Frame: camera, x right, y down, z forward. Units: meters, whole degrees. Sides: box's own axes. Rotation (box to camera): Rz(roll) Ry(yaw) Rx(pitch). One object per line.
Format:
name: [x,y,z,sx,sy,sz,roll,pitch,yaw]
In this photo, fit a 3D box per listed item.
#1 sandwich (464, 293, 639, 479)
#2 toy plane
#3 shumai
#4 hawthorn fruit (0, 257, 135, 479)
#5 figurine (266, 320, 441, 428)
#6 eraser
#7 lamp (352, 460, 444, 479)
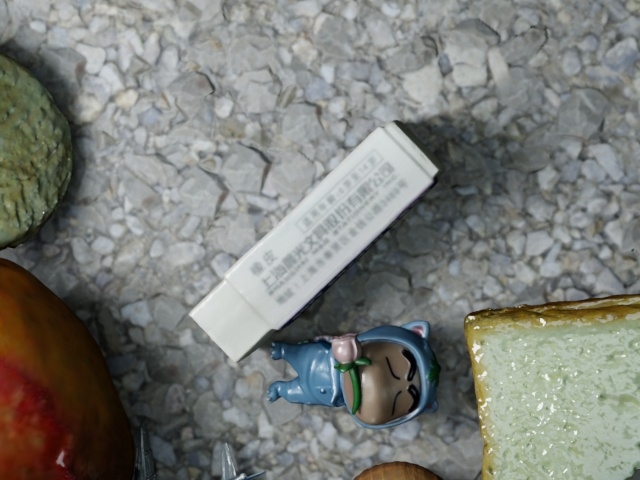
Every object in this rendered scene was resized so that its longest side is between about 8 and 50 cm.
sandwich: [0.273,0.198,1.559,0.254,0.099,0.289,-1,93,7]
toy plane: [-0.157,0.302,1.635,0.226,0.058,0.226,-35,74,7]
shumai: [-0.404,-0.090,1.614,0.272,0.203,0.222,30,67,-21]
hawthorn fruit: [-0.335,0.174,1.533,0.308,0.308,0.325,4,91,6]
figurine: [0.029,0.138,1.567,0.178,0.144,0.114,0,90,18]
eraser: [0.000,0.000,1.564,0.279,0.124,0.081,-44,88,7]
lamp: [0.077,0.289,1.569,0.136,0.136,0.136,0,94,6]
